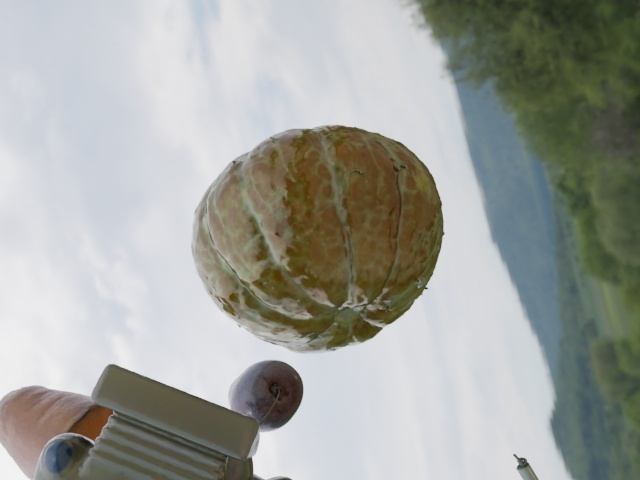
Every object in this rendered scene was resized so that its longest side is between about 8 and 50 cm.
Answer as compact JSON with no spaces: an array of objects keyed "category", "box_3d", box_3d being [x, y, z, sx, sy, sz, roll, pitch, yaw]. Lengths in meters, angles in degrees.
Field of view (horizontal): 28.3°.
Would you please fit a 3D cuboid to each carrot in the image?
[{"category":"carrot","box_3d":[-0.379,0.271,1.771,0.159,0.225,0.159,-26,-56,-46]}]

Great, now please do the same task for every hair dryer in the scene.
[{"category":"hair dryer","box_3d":[0.270,0.321,1.590,0.124,0.063,0.038,59,160,-10]}]

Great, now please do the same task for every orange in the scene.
[{"category":"orange","box_3d":[0.000,0.000,1.618,0.249,0.329,0.329,65,-172,26]}]

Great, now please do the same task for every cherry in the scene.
[{"category":"cherry","box_3d":[-0.113,0.277,2.101,0.188,0.148,0.115,-52,-39,-31]}]

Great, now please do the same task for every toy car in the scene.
[{"category":"toy car","box_3d":[-0.149,0.253,1.319,0.336,0.242,0.226,27,-98,-81]}]
